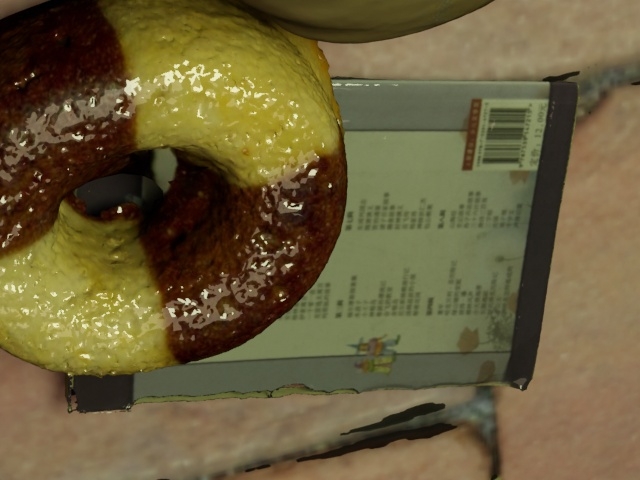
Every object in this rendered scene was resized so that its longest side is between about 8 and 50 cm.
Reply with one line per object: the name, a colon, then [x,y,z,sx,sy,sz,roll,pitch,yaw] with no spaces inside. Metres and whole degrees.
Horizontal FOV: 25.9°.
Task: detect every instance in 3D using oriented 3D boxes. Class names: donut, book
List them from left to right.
donut: [-0.071,-0.020,0.554,0.184,0.073,0.166,-10,117,-12]
book: [0.000,0.000,0.639,0.231,0.026,0.157,-1,111,-17]

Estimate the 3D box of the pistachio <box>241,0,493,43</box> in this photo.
pistachio: [0.056,-0.152,0.520,0.226,0.136,0.136,-27,119,-10]
